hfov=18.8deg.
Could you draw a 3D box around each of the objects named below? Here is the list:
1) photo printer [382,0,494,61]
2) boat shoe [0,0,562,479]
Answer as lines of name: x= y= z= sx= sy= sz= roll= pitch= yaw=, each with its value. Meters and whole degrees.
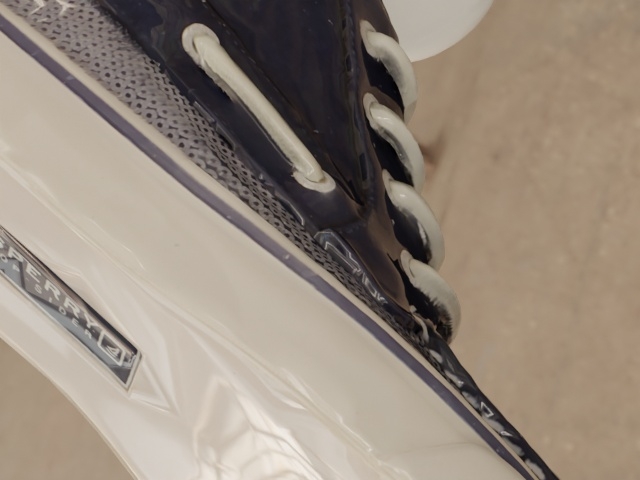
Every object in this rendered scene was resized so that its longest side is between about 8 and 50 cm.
photo printer: x=-0.046 y=-0.209 z=0.895 sx=0.107 sy=0.256 sz=0.307 roll=-31 pitch=17 yaw=-9
boat shoe: x=0.000 y=0.000 z=0.574 sx=0.158 sy=0.340 sz=0.127 roll=-43 pitch=-5 yaw=-35
